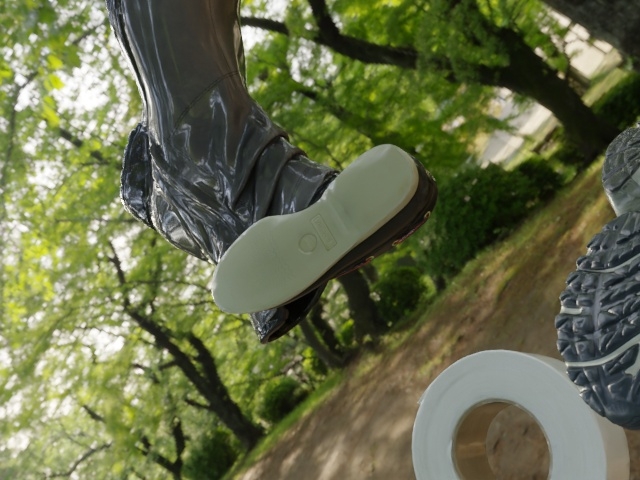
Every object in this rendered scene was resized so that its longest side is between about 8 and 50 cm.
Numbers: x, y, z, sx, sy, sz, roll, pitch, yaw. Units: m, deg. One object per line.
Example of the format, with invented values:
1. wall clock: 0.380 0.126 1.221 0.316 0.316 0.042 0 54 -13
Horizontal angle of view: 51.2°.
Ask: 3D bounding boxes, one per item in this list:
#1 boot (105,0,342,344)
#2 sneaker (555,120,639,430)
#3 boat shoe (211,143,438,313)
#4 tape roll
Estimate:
1. boot: -0.055 -0.094 0.525 0.118 0.223 0.338 -30 -37 -35
2. sneaker: 0.261 0.020 0.466 0.110 0.122 0.283 -30 22 53
3. boat shoe: 0.001 0.002 0.345 0.133 0.048 0.042 -34 -28 21
4. tape roll: 0.272 0.297 0.941 0.100 0.286 0.286 15 -66 -47
